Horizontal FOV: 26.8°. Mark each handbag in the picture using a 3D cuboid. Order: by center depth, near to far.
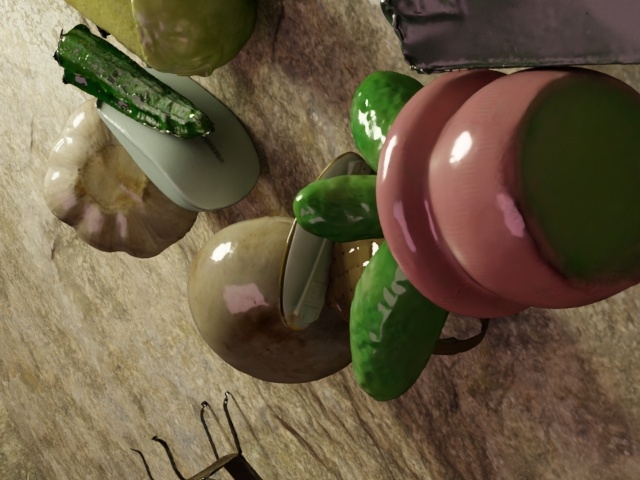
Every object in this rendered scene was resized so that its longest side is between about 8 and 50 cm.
[{"bbox_3d":[0.148,-0.249,0.994,0.260,0.079,0.247,3,122,37],"label":"handbag"}]

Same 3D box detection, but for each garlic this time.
[{"bbox_3d":[-0.239,-0.089,1.763,0.218,0.218,0.212,62,-172,-6],"label":"garlic"}]

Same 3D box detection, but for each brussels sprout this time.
[{"bbox_3d":[-0.130,-0.253,1.439,0.151,0.122,0.149,53,-149,-60],"label":"brussels sprout"}]

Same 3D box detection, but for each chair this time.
[{"bbox_3d":[-0.160,0.356,2.063,0.213,0.149,0.174,55,150,-1],"label":"chair"}]

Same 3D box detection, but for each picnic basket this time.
[{"bbox_3d":[0.095,0.053,1.381,0.178,0.128,0.138,46,138,41],"label":"picnic basket"}]

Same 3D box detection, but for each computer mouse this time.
[{"bbox_3d":[-0.001,-0.001,1.428,0.045,0.199,0.102,21,180,19],"label":"computer mouse"},{"bbox_3d":[-0.168,-0.131,1.626,0.231,0.128,0.079,46,150,14],"label":"computer mouse"}]

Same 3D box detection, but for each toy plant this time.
[{"bbox_3d":[0.124,-0.012,1.154,0.356,0.211,0.317,-5,86,53],"label":"toy plant"}]

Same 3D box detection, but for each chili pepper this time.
[{"bbox_3d":[-0.211,-0.176,1.574,0.227,0.059,0.088,29,151,25],"label":"chili pepper"}]

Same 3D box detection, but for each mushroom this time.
[{"bbox_3d":[-0.043,0.062,1.582,0.226,0.178,0.226,13,142,10],"label":"mushroom"}]

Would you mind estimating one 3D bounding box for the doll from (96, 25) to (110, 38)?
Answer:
[{"bbox_3d":[-0.300,-0.329,1.701,0.195,0.070,0.096,44,133,12],"label":"doll"}]

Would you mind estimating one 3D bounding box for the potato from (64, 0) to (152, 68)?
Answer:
[{"bbox_3d":[-0.246,-0.327,1.578,0.255,0.112,0.269,50,155,-8],"label":"potato"}]
